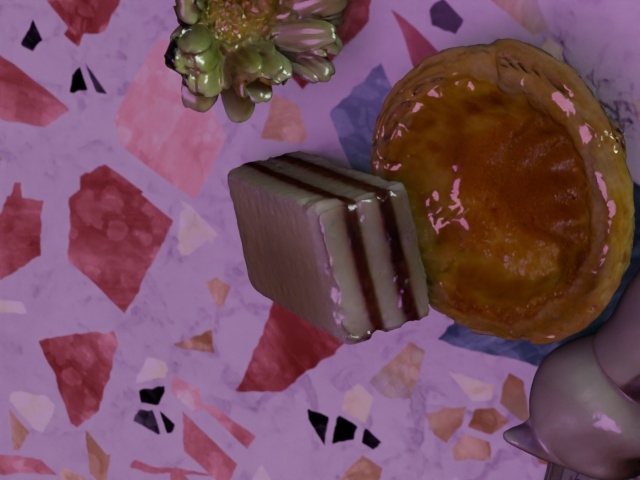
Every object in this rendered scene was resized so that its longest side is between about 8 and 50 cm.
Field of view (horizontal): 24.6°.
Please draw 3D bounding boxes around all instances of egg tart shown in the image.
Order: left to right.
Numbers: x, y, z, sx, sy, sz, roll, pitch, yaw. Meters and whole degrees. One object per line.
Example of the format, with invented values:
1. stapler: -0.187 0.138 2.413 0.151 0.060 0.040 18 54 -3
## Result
1. egg tart: 0.233 -0.063 1.805 0.388 0.169 0.387 16 115 38

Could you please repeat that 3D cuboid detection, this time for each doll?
1. doll: 0.417 0.153 1.796 0.226 0.215 0.370 41 116 9

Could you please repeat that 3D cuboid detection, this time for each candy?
1. candy: 0.000 0.000 1.880 0.321 0.135 0.179 24 127 61

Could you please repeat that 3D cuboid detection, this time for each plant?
1. plant: -0.128 -0.321 1.856 0.297 0.306 0.261 20 148 45

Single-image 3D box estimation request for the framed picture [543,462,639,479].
1. framed picture: 0.397 0.278 1.965 0.173 0.010 0.231 16 113 18
